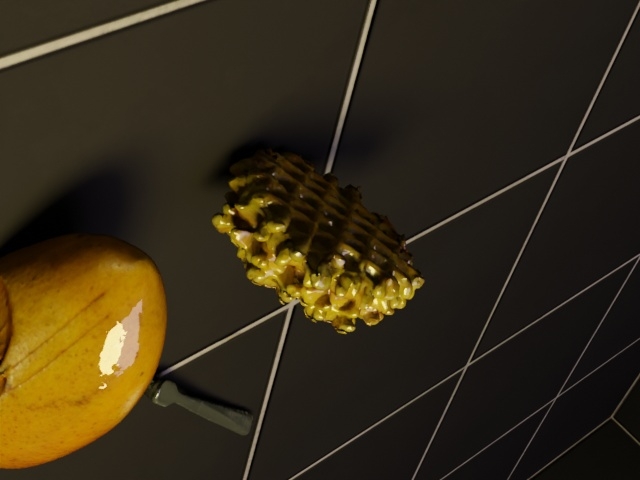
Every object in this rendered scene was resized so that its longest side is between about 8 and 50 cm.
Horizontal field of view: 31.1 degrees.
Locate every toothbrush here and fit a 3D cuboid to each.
[{"bbox_3d":[-0.135,0.192,1.326,0.030,0.030,0.297,-61,157,-7],"label":"toothbrush"}]

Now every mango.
[{"bbox_3d":[-0.211,0.086,0.924,0.252,0.154,0.126,-43,166,29],"label":"mango"}]

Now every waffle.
[{"bbox_3d":[0.000,0.000,1.040,0.197,0.193,0.070,-2,135,-54],"label":"waffle"}]
